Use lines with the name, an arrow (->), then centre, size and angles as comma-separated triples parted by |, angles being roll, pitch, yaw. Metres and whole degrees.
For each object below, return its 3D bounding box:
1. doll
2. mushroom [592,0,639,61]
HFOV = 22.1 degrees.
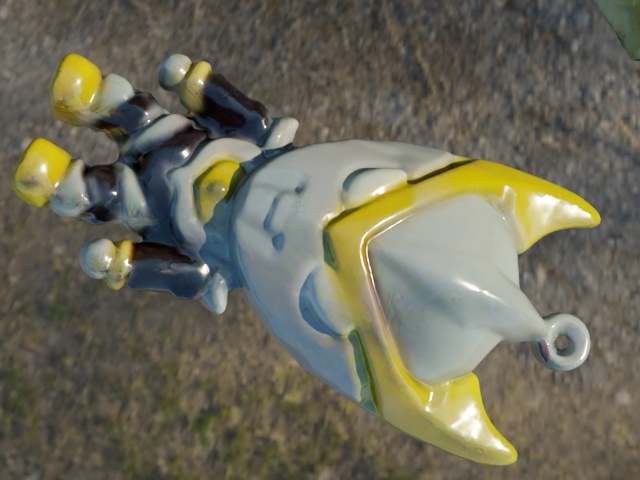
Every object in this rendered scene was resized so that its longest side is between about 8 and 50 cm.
doll -> 0.002, -0.004, 0.860 | 0.316, 0.145, 0.103 | 22, 146, -7
mushroom -> 0.180, -0.214, 0.973 | 0.087, 0.333, 0.107 | 20, 141, -25
